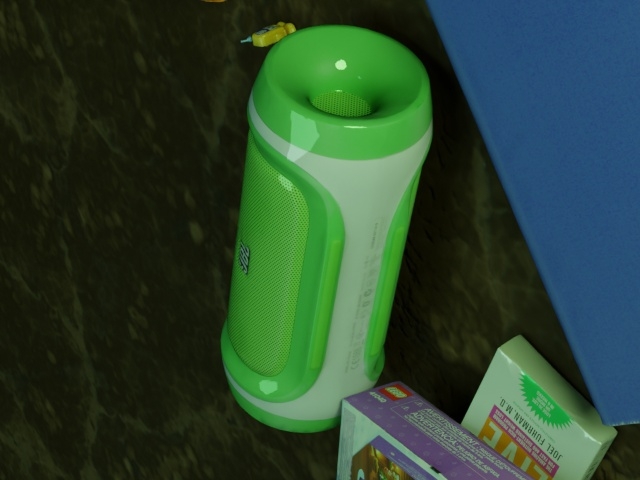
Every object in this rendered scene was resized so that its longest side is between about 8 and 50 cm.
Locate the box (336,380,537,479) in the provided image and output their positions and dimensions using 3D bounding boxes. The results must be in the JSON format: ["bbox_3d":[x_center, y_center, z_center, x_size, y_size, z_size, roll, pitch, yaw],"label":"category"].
[{"bbox_3d":[0.086,0.275,1.209,0.201,0.057,0.293,34,129,46],"label":"box"}]

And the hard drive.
[{"bbox_3d":[0.178,-0.052,0.961,0.210,0.040,0.319,-17,97,58],"label":"hard drive"}]

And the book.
[{"bbox_3d":[0.143,0.145,1.165,0.096,0.035,0.144,45,141,25],"label":"book"}]

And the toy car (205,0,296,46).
[{"bbox_3d":[-0.071,-0.185,1.228,0.122,0.040,0.060,33,137,40],"label":"toy car"}]

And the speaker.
[{"bbox_3d":[0.000,0.000,1.178,0.131,0.131,0.296,42,142,31],"label":"speaker"}]
